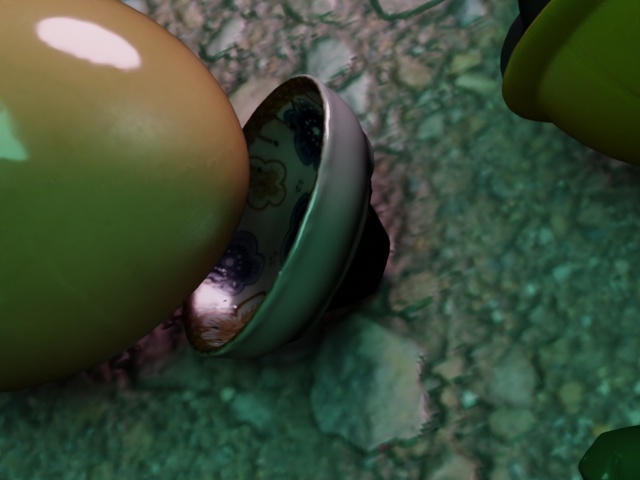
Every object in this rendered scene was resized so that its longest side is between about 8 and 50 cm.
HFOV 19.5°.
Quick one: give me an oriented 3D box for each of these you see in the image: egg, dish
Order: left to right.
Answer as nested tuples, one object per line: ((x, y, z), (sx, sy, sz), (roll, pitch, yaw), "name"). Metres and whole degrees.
((-0.150, -0.030, 0.875), (0.244, 0.201, 0.201), (-4, 68, 20), "egg")
((0.000, 0.000, 0.883), (0.141, 0.078, 0.141), (-51, 27, 39), "dish")

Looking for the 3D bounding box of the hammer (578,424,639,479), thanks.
((0.244, 0.117, 0.711), (0.335, 0.206, 0.119), (15, 93, 42), "hammer")

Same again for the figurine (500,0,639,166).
((0.151, -0.138, 0.835), (0.192, 0.167, 0.257), (-41, 39, 15), "figurine")
